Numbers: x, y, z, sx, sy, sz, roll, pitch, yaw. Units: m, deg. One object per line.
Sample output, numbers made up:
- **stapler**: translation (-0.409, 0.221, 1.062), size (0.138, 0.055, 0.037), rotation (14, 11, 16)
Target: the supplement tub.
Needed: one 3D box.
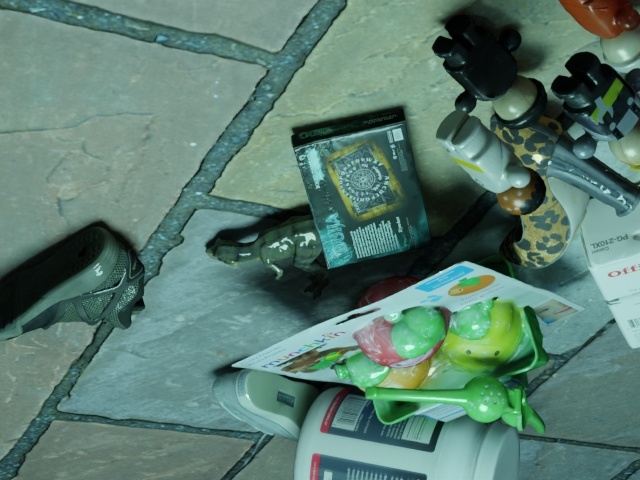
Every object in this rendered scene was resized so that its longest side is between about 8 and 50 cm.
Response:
- **supplement tub**: translation (0.117, 0.310, 2.096), size (0.272, 0.191, 0.191), rotation (8, 152, 20)

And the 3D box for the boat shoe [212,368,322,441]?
- **boat shoe**: translation (-0.065, 0.229, 2.150), size (0.081, 0.079, 0.227), rotation (-5, 155, 34)

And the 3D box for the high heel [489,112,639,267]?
- **high heel**: translation (0.225, -0.061, 1.774), size (0.186, 0.093, 0.261), rotation (32, 151, -12)

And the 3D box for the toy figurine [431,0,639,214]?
- **toy figurine**: translation (0.224, -0.140, 1.495), size (0.213, 0.209, 0.148), rotation (-26, 133, 29)

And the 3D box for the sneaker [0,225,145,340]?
- **sneaker**: translation (-0.296, 0.076, 1.839), size (0.228, 0.087, 0.130), rotation (-30, 135, 23)

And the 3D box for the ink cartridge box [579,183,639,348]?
- **ink cartridge box**: translation (0.426, 0.024, 1.894), size (0.172, 0.100, 0.237), rotation (-17, 147, 15)

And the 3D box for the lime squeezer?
- **lime squeezer**: translation (0.207, 0.209, 1.895), size (0.310, 0.058, 0.110), rotation (15, 142, -39)

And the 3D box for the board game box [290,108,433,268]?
- **board game box**: translation (0.048, -0.054, 1.715), size (0.126, 0.026, 0.186), rotation (-12, 132, 4)

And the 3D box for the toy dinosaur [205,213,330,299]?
- **toy dinosaur**: translation (0.000, 0.000, 1.811), size (0.268, 0.064, 0.118), rotation (-23, 138, 18)

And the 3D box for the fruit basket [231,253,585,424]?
- **fruit basket**: translation (0.119, 0.125, 1.889), size (0.327, 0.165, 0.353), rotation (-25, 163, 25)
